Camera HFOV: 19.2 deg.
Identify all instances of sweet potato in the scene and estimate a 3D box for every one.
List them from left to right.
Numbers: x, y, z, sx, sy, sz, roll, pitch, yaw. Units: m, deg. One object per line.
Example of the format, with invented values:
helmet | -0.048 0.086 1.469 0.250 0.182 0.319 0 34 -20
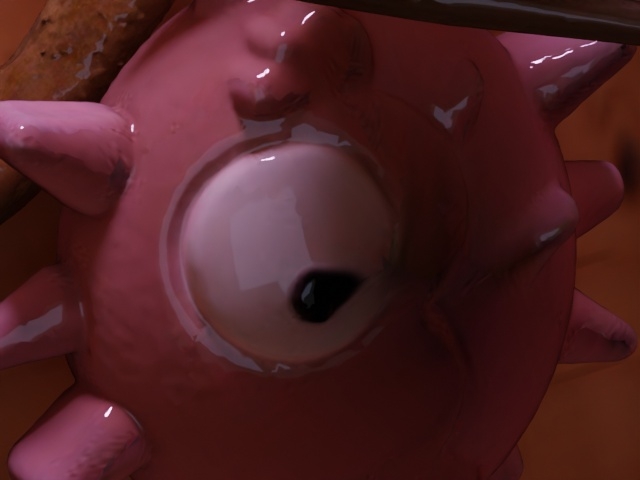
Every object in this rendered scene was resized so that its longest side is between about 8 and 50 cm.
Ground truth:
sweet potato | -0.106 -0.021 0.521 0.214 0.050 0.050 -39 117 -8

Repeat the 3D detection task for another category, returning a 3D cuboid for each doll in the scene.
doll | 0.000 0.000 0.534 0.211 0.093 0.262 -23 120 -24

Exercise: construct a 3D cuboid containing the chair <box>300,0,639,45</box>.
chair | 0.026 -0.152 0.409 0.272 0.188 0.166 14 140 -18
